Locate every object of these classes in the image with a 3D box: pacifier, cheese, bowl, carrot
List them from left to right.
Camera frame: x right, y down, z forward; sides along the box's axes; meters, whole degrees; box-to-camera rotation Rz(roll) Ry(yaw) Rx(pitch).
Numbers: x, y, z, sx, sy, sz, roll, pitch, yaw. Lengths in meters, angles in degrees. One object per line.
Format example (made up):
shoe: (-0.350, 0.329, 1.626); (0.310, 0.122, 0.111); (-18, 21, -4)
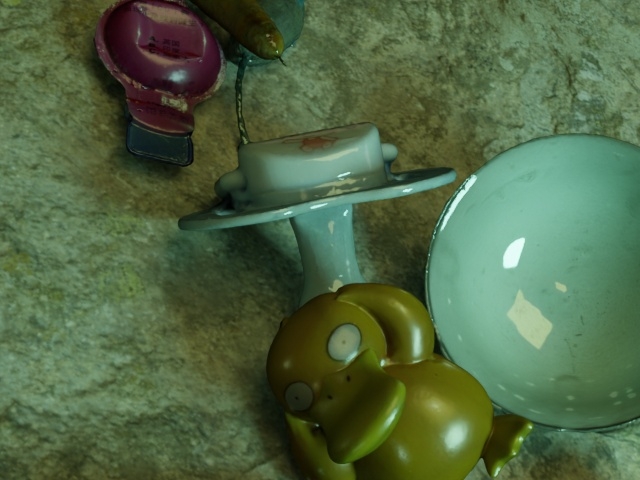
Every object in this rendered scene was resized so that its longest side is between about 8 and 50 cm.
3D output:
cheese: (-0.173, -0.180, 1.661); (0.155, 0.062, 0.244); (11, 52, -21)
carrot: (-0.112, -0.273, 1.715); (0.078, 0.078, 0.298); (-13, 47, -35)
pacifier: (0.000, 0.000, 1.564); (0.287, 0.238, 0.226); (-9, 92, -14)
bowl: (0.272, 0.051, 1.645); (0.313, 0.146, 0.313); (-2, 81, 10)

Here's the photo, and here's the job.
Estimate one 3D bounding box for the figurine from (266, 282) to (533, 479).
figurine: (0.062, 0.160, 1.464); (0.228, 0.215, 0.215); (33, 42, -34)

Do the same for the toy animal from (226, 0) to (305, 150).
toy animal: (-0.069, -0.208, 1.738); (0.079, 0.070, 0.253); (11, 53, 1)
